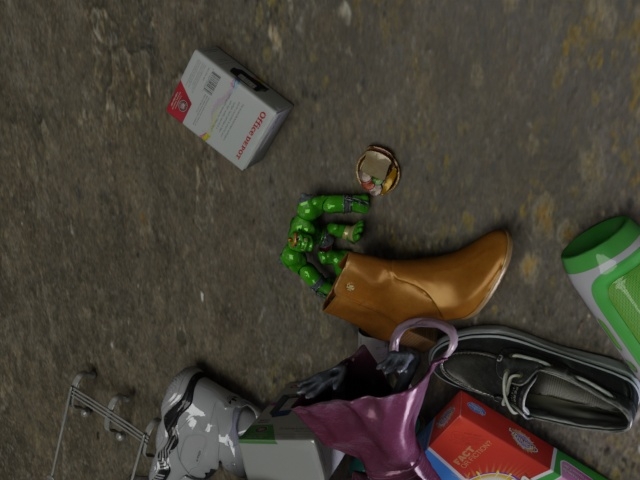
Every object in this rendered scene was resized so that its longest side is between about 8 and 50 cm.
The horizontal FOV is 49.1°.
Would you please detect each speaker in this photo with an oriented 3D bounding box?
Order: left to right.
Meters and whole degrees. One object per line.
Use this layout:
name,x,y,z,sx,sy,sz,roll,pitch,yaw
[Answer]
speaker,0.093,0.220,1.256,0.055,0.055,0.136,8,113,21
speaker,0.475,0.114,1.006,0.131,0.131,0.296,-34,94,30

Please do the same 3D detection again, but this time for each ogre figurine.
ogre figurine,0.000,0.000,1.196,0.118,0.097,0.197,18,133,-3

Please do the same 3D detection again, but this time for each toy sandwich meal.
toy sandwich meal,0.092,-0.111,1.143,0.086,0.029,0.085,8,113,21

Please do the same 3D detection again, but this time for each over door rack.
over door rack,-0.485,0.481,1.553,0.239,0.108,0.324,25,97,22

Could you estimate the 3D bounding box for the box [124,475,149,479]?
box,-0.367,0.698,1.627,0.169,0.087,0.290,-6,107,25

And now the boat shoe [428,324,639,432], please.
boat shoe,0.330,0.219,1.113,0.335,0.119,0.121,6,112,22

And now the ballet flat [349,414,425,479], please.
ballet flat,0.139,0.393,1.307,0.068,0.072,0.213,31,124,-21

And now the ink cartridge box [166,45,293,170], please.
ink cartridge box,-0.153,-0.223,1.184,0.175,0.072,0.127,39,120,6

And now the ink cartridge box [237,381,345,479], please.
ink cartridge box,-0.027,0.341,1.267,0.154,0.212,0.093,-7,103,27

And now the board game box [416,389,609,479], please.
board game box,0.299,0.426,1.200,0.316,0.064,0.242,31,120,-5

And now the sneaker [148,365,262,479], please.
sneaker,-0.226,0.451,1.438,0.210,0.137,0.366,19,113,20

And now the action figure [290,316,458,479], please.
action figure,0.111,0.339,1.106,0.248,0.276,0.370,-3,118,47

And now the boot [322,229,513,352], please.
boot,0.141,0.059,1.112,0.211,0.104,0.295,25,128,-13
